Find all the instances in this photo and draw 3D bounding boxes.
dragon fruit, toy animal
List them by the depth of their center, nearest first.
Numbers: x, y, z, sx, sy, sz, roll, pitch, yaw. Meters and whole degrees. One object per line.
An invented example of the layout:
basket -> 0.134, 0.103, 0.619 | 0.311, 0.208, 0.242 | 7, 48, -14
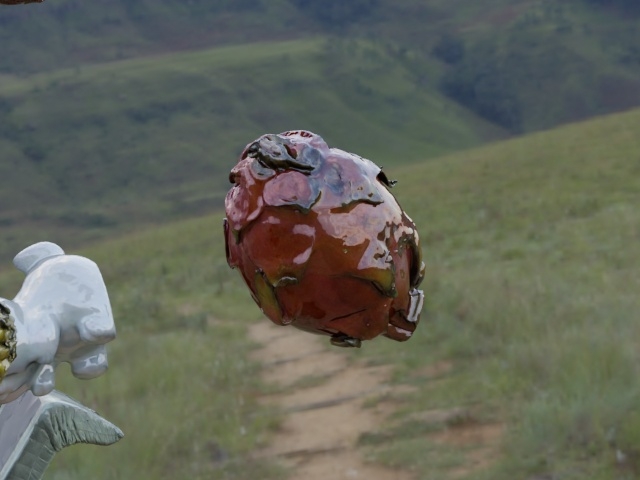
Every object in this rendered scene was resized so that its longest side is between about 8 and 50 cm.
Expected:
dragon fruit -> 0.003, 0.002, 1.478 | 0.315, 0.250, 0.250 | 21, -10, -34
toy animal -> -0.522, 0.140, 1.878 | 0.367, 0.241, 0.196 | -20, -29, -26

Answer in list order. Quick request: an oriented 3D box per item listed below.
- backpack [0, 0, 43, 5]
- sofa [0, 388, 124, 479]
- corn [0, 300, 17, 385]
backpack -> -0.466, -0.461, 1.785 | 0.229, 0.229, 0.139 | -11, -14, -14
sofa -> -0.532, 0.403, 2.236 | 0.176, 0.225, 0.210 | 35, -14, -33
corn -> -0.383, 0.103, 0.956 | 0.115, 0.115, 0.317 | -2, 2, 37
